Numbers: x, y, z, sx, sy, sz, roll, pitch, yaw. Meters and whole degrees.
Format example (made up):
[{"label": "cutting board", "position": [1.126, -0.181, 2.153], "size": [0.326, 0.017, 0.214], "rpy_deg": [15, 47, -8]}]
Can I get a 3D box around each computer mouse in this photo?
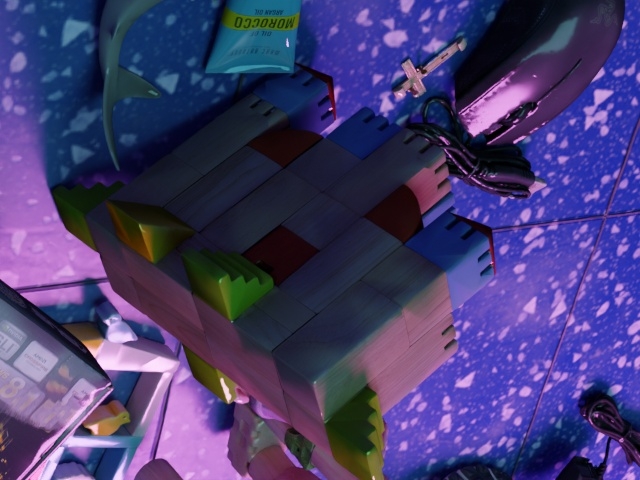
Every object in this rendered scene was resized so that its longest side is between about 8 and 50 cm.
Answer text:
[{"label": "computer mouse", "position": [0.310, 0.321, 2.244], "size": [0.184, 0.060, 0.262], "rpy_deg": [35, 69, -45]}, {"label": "computer mouse", "position": [0.208, -0.154, 1.818], "size": [0.188, 0.072, 0.272], "rpy_deg": [16, 113, -42]}]

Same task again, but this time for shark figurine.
[{"label": "shark figurine", "position": [-0.111, -0.194, 1.507], "size": [0.278, 0.116, 0.166], "rpy_deg": [-39, 123, 19]}]

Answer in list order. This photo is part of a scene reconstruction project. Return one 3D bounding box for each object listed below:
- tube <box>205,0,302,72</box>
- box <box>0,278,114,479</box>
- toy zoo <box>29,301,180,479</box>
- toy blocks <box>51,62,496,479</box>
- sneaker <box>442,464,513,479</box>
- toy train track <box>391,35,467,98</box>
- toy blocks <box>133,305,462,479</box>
[{"label": "tube", "position": [-0.041, -0.226, 1.596], "size": [0.080, 0.052, 0.207], "rpy_deg": [1, 128, -17]}, {"label": "box", "position": [-0.406, 0.111, 1.500], "size": [0.318, 0.097, 0.395], "rpy_deg": [-47, 126, -1]}, {"label": "toy zoo", "position": [-0.250, 0.180, 1.776], "size": [0.192, 0.030, 0.293], "rpy_deg": [7, 118, -40]}, {"label": "toy blocks", "position": [0.000, 0.000, 1.598], "size": [0.261, 0.381, 0.190], "rpy_deg": [-38, 140, -22]}, {"label": "sneaker", "position": [0.113, 0.344, 2.149], "size": [0.283, 0.110, 0.122], "rpy_deg": [-25, 171, -36]}, {"label": "toy train track", "position": [0.103, -0.158, 1.779], "size": [0.083, 0.014, 0.048], "rpy_deg": [-39, 138, -5]}, {"label": "toy blocks", "position": [0.028, 0.180, 1.791], "size": [0.309, 0.260, 0.288], "rpy_deg": [-16, 133, -35]}]
